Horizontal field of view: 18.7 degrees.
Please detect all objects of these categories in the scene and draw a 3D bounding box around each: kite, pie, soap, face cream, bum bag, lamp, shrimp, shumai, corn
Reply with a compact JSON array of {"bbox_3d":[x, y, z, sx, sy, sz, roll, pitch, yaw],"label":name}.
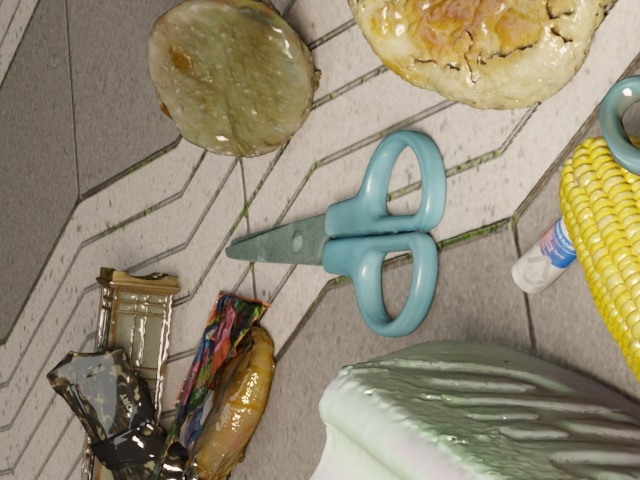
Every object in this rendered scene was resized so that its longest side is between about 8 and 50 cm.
[{"bbox_3d":[-0.116,0.130,2.096,0.321,0.016,0.234,-56,16,38],"label":"kite"},{"bbox_3d":[0.131,-0.235,1.614,0.274,0.055,0.274,5,98,40],"label":"pie"},{"bbox_3d":[0.149,0.196,1.348,0.446,0.261,0.156,-150,68,-63],"label":"soap"},{"bbox_3d":[0.198,-0.002,1.542,0.130,0.034,0.034,-48,44,49],"label":"face cream"},{"bbox_3d":[-0.212,0.225,2.197,0.102,0.069,0.248,-37,87,43],"label":"bum bag"},{"bbox_3d":[-0.231,0.197,2.293,0.090,0.089,0.325,-169,85,-73],"label":"lamp"},{"bbox_3d":[-0.107,0.214,2.085,0.262,0.066,0.117,-62,14,13],"label":"shrimp"},{"bbox_3d":[-0.084,-0.193,2.050,0.120,0.201,0.201,-50,-9,-52],"label":"shumai"},{"bbox_3d":[0.239,0.030,1.387,0.093,0.093,0.244,-59,36,41],"label":"corn"}]

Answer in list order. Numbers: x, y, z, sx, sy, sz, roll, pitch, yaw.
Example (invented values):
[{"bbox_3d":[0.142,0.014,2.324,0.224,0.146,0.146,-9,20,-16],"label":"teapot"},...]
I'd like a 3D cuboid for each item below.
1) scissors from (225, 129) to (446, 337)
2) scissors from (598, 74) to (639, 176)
[{"bbox_3d":[0.000,0.000,1.942,0.447,0.029,0.192,-5,80,63],"label":"scissors"},{"bbox_3d":[0.300,-0.049,1.314,0.138,0.041,0.289,-42,45,5],"label":"scissors"}]
